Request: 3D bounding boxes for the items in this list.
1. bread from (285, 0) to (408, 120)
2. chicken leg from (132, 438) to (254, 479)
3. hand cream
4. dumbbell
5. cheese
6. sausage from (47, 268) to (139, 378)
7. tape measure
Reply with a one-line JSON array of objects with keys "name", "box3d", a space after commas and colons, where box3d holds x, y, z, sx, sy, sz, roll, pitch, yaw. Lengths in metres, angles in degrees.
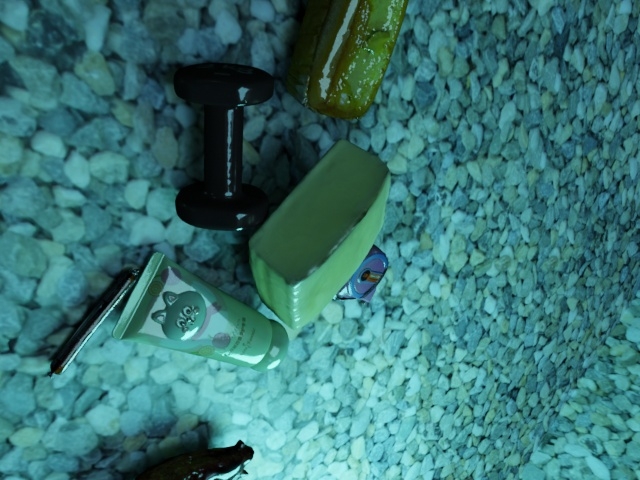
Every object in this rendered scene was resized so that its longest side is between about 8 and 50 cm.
[{"name": "bread", "box3d": [0.043, -0.334, 1.162, 0.152, 0.119, 0.288, 8, 105, -43]}, {"name": "chicken leg", "box3d": [-0.287, 0.446, 1.271, 0.407, 0.096, 0.158, -28, 148, -30]}, {"name": "hand cream", "box3d": [-0.180, 0.133, 1.221, 0.306, 0.093, 0.147, 29, 89, -40]}, {"name": "dumbbell", "box3d": [-0.138, -0.133, 1.069, 0.124, 0.140, 0.225, -77, 173, -66]}, {"name": "cheese", "box3d": [0.000, 0.000, 1.212, 0.242, 0.124, 0.265, -46, 165, -16]}, {"name": "sausage", "box3d": [-0.330, 0.119, 1.097, 0.198, 0.025, 0.028, -53, 165, -9]}, {"name": "tape measure", "box3d": [0.068, 0.059, 1.427, 0.118, 0.074, 0.125, 16, 104, -54]}]
